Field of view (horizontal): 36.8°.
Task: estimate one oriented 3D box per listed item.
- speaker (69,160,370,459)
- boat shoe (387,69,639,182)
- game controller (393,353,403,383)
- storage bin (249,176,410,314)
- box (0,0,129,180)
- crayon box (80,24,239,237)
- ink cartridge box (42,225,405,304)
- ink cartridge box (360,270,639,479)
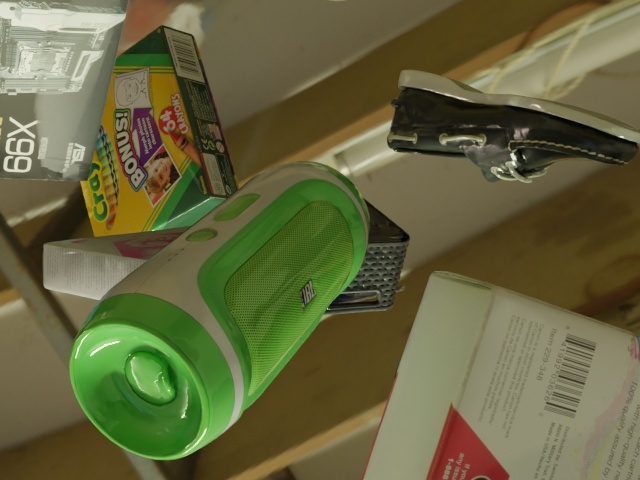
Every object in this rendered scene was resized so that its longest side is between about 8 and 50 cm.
[{"bbox_3d":[-0.062,0.039,0.740,0.131,0.131,0.296,-17,-164,30],"label":"speaker"},{"bbox_3d":[0.184,-0.102,0.959,0.114,0.091,0.302,11,-172,-36],"label":"boat shoe"},{"bbox_3d":[0.152,0.251,1.161,0.166,0.067,0.319,-15,-137,31],"label":"game controller"},{"bbox_3d":[0.000,0.000,1.048,0.122,0.084,0.180,-1,-155,-30],"label":"storage bin"},{"bbox_3d":[-0.341,-0.183,0.987,0.242,0.077,0.307,1,146,-23],"label":"box"},{"bbox_3d":[-0.343,-0.184,1.897,0.313,0.363,0.106,-26,164,30],"label":"crayon box"},{"bbox_3d":[-0.118,0.030,1.200,0.330,0.071,0.324,6,-171,41],"label":"ink cartridge box"},{"bbox_3d":[0.218,0.180,0.871,0.131,0.306,0.226,14,-96,69],"label":"ink cartridge box"}]
